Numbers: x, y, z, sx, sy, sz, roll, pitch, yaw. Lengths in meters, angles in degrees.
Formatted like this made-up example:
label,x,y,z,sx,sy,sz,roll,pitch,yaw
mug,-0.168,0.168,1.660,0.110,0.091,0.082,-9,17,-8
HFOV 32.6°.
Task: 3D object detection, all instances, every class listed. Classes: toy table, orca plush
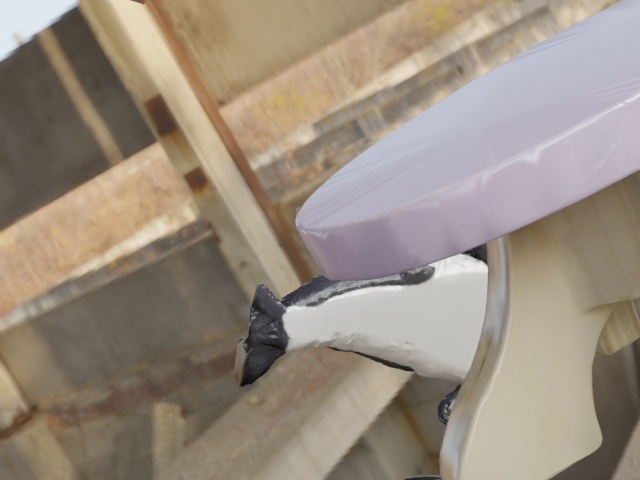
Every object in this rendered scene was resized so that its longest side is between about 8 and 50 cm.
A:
label,x,y,z,sx,sy,sz,roll,pitch,yaw
toy table,0.143,-0.007,0.492,0.274,0.160,0.252,-27,14,2
orca plush,0.067,0.066,0.843,0.287,0.151,0.102,-13,9,-20

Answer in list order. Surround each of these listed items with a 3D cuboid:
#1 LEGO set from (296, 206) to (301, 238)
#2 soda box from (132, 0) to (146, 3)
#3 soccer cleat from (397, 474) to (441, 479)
label,x,y,z,sx,sy,sz,roll,pitch,yaw
LEGO set,0.002,0.002,0.833,0.023,0.054,0.083,-50,-24,-14
soda box,-0.137,-0.242,0.690,0.183,0.058,0.063,86,-152,-54
soccer cleat,0.063,0.302,0.951,0.116,0.108,0.318,11,-46,-30
